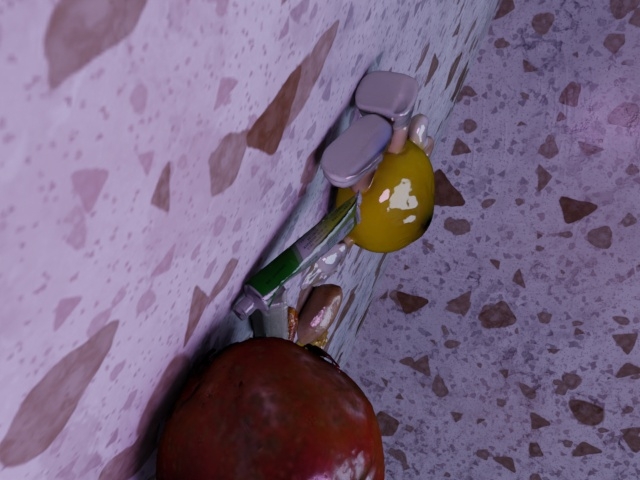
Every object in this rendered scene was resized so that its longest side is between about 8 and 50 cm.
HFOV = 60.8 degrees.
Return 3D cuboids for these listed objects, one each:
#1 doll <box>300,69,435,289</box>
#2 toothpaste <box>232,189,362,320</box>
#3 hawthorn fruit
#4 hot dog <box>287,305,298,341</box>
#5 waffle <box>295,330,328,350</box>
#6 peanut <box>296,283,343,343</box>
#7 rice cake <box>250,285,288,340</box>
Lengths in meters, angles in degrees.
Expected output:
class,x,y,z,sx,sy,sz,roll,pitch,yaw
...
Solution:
class,x,y,z,sx,sy,sz,roll,pitch,yaw
doll,0.098,-0.085,0.956,0.348,0.161,0.423,-32,147,-37
toothpaste,-0.025,0.023,0.775,0.248,0.047,0.078,-42,152,-20
hawthorn fruit,-0.069,0.282,0.696,0.316,0.316,0.316,-59,167,-23
hot dog,-0.069,0.185,1.053,0.062,0.038,0.144,-53,163,-45
waffle,-0.040,0.299,1.363,0.211,0.055,0.160,-50,160,-53
peanut,-0.004,0.161,1.202,0.152,0.076,0.076,-57,167,-12
rice cake,-0.081,0.139,0.888,0.057,0.052,0.256,-26,153,-18
